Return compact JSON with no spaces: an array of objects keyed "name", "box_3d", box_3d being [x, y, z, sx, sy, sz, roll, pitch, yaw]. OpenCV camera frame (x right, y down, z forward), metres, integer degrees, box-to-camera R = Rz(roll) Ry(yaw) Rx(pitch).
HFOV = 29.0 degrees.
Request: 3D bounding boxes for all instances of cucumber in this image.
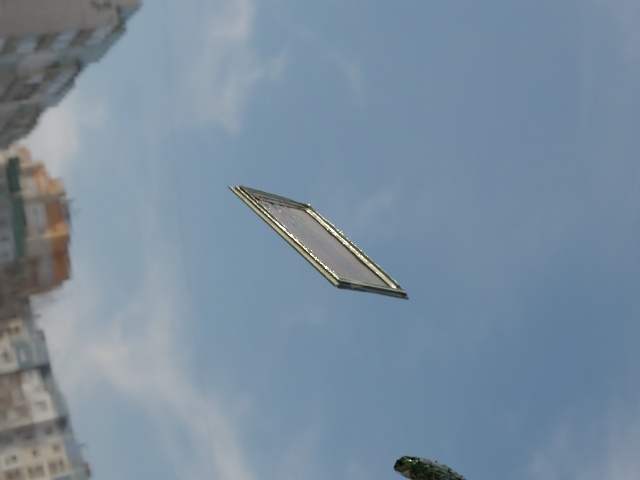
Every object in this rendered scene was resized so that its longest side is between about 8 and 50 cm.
[{"name":"cucumber","box_3d":[0.199,0.324,1.506,0.044,0.256,0.043,-60,-165,-4]}]

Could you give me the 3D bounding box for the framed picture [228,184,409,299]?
[{"name":"framed picture","box_3d":[0.000,0.000,1.817,0.252,0.197,0.014,42,-74,32]}]
